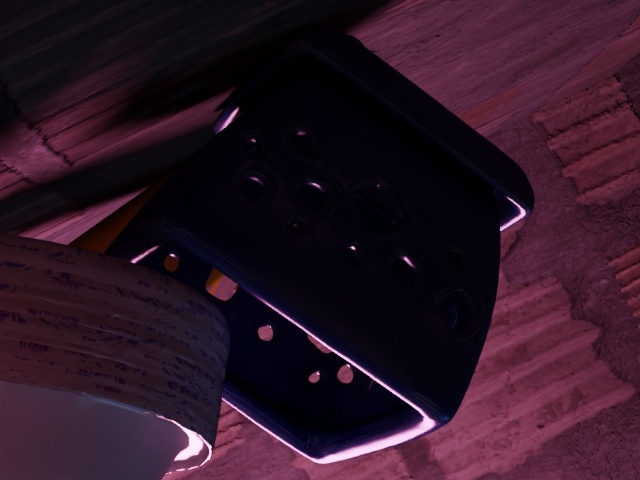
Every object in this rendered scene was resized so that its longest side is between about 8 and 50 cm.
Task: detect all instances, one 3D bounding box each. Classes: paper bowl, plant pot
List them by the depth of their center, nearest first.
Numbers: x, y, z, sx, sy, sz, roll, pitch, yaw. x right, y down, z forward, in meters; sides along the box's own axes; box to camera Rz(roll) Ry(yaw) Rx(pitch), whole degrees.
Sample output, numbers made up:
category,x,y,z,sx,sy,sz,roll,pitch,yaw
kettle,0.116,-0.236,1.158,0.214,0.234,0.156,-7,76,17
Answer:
category,x,y,z,sx,sy,sz,roll,pitch,yaw
paper bowl,-0.205,0.103,1.019,0.284,0.148,0.284,6,162,2
plant pot,0.000,0.000,1.135,0.212,0.236,0.236,-58,-170,-25

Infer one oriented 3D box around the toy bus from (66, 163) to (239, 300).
category,x,y,z,sx,sy,sz,roll,pitch,yaw
toy bus,-0.165,0.039,1.398,0.333,0.108,0.130,-38,169,-28
